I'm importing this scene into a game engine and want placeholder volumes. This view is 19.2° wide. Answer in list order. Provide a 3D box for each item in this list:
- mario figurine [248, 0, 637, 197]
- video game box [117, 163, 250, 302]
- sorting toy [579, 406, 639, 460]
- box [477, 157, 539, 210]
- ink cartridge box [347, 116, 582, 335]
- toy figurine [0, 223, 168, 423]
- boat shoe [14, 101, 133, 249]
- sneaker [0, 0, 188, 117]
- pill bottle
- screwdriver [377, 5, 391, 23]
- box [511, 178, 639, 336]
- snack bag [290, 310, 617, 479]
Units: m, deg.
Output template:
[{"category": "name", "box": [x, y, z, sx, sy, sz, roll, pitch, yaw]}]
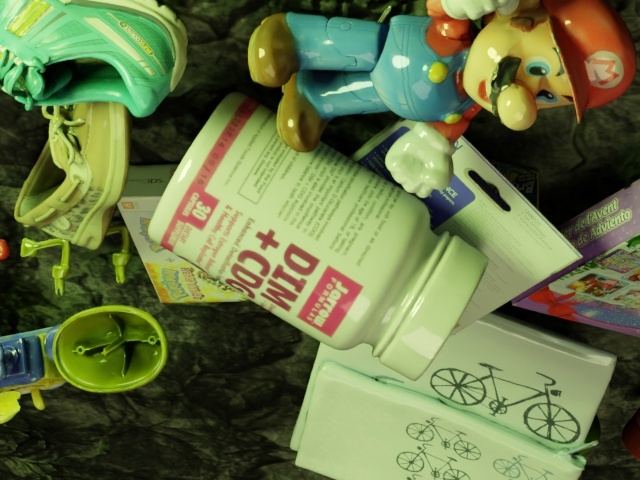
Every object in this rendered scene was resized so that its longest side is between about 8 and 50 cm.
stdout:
[{"category": "mario figurine", "box": [0.101, -0.130, 1.567, 0.320, 0.170, 0.198, -5, 174, 21]}, {"category": "video game box", "box": [-0.094, -0.007, 1.916, 0.187, 0.048, 0.205, 0, 147, 12]}, {"category": "sorting toy", "box": [0.284, 0.164, 2.118, 0.365, 0.127, 0.126, 7, 118, 1]}, {"category": "box", "box": [0.157, -0.010, 1.871, 0.059, 0.054, 0.169, 13, 147, -13]}, {"category": "ink cartridge box", "box": [0.121, -0.025, 1.784, 0.206, 0.045, 0.208, 45, 140, -8]}, {"category": "toy figurine", "box": [-0.309, 0.099, 2.073, 0.362, 0.191, 0.217, -14, 174, 16]}, {"category": "boat shoe", "box": [-0.229, -0.076, 1.769, 0.089, 0.105, 0.285, 8, 148, -11]}, {"category": "sneaker", "box": [-0.252, -0.171, 1.609, 0.275, 0.110, 0.107, 11, 147, 7]}, {"category": "pill bottle", "box": [0.000, 0.000, 1.728, 0.283, 0.160, 0.160, 31, 145, 0]}, {"category": "screwdriver", "box": [0.031, -0.157, 1.695, 0.025, 0.024, 0.170, -10, 152, -37]}, {"category": "box", "box": [0.357, 0.030, 1.861, 0.293, 0.057, 0.201, 14, 147, -35]}, {"category": "snack bag", "box": [0.141, 0.185, 2.058, 0.323, 0.037, 0.343, 21, 135, 6]}]
